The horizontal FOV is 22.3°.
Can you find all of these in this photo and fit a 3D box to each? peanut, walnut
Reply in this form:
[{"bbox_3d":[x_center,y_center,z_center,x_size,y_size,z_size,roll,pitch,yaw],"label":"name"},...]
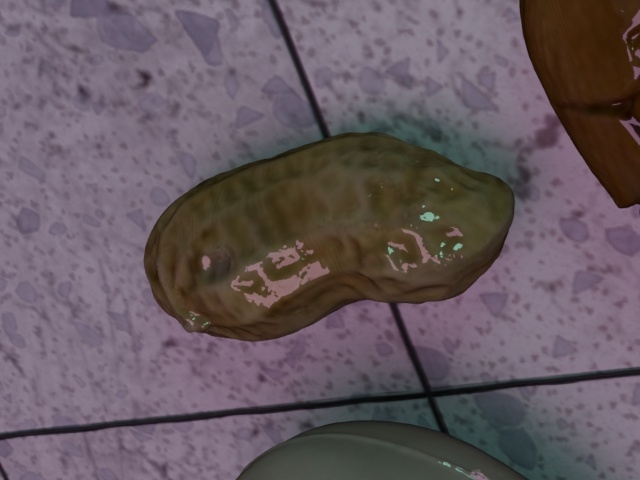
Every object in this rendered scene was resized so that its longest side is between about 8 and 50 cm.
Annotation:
[{"bbox_3d":[0.000,0.000,1.232,0.325,0.153,0.140,-9,119,38],"label":"peanut"},{"bbox_3d":[0.243,-0.107,1.016,0.203,0.203,0.298,-29,96,36],"label":"walnut"}]

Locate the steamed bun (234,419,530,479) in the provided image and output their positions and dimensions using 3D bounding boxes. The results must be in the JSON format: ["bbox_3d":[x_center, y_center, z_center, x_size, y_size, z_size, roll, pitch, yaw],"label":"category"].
[{"bbox_3d":[0.070,0.317,1.294,0.374,0.334,0.334,38,129,6],"label":"steamed bun"}]
